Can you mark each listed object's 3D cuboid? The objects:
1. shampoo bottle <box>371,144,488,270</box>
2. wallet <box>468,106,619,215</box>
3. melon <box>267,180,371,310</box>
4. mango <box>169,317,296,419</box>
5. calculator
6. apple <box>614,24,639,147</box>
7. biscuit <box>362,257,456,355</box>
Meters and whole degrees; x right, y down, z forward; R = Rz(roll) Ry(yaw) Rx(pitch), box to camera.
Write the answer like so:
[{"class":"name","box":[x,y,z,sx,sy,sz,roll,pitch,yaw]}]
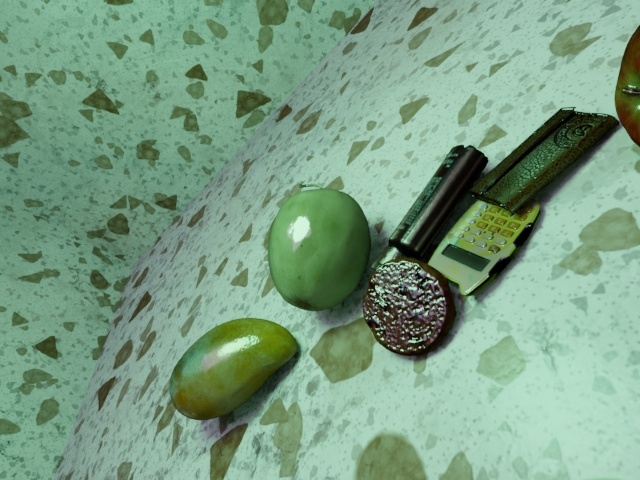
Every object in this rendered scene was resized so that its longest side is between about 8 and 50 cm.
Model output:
[{"class":"shampoo bottle","box":[0.232,-0.052,0.882,0.323,0.084,0.129,-55,5,-2]},{"class":"wallet","box":[0.411,-0.157,0.773,0.243,0.039,0.133,-41,27,5]},{"class":"melon","box":[-0.003,0.015,0.989,0.272,0.272,0.307,18,91,59]},{"class":"mango","box":[-0.236,0.326,1.057,0.384,0.199,0.221,-29,29,16]},{"class":"calculator","box":[0.314,-0.003,0.782,0.236,0.033,0.157,-52,29,-1]},{"class":"apple","box":[0.530,-0.218,0.532,0.230,0.230,0.229,-35,35,29]},{"class":"biscuit","box":[0.167,0.125,0.787,0.192,0.049,0.191,-7,78,34]}]
